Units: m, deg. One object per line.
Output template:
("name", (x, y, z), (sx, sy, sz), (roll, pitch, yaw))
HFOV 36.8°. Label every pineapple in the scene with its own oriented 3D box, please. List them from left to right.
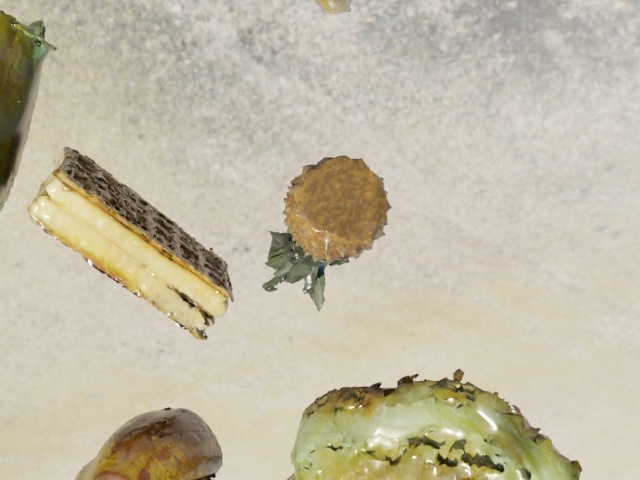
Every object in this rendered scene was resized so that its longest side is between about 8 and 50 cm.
("pineapple", (0.000, 0.000, 1.099), (0.119, 0.130, 0.277), (-10, 168, -12))

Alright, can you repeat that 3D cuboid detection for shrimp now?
("shrimp", (-0.006, -0.340, 1.168), (0.051, 0.150, 0.217), (-34, 179, 12))

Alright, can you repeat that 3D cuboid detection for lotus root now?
("lotus root", (-0.230, 0.330, 1.266), (0.199, 0.188, 0.180), (-46, 167, 6))

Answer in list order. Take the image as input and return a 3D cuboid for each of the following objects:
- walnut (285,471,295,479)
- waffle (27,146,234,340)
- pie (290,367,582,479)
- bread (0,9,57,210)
("walnut", (0.074, 0.369, 1.227), (0.283, 0.227, 0.283), (-18, 155, -9))
("waffle", (-0.267, -0.001, 1.380), (0.308, 0.213, 0.091), (37, 95, -17))
("pie", (0.122, 0.249, 0.900), (0.288, 0.103, 0.355), (7, 140, 33))
("bread", (-0.514, -0.172, 1.347), (0.208, 0.376, 0.251), (18, 177, -13))
